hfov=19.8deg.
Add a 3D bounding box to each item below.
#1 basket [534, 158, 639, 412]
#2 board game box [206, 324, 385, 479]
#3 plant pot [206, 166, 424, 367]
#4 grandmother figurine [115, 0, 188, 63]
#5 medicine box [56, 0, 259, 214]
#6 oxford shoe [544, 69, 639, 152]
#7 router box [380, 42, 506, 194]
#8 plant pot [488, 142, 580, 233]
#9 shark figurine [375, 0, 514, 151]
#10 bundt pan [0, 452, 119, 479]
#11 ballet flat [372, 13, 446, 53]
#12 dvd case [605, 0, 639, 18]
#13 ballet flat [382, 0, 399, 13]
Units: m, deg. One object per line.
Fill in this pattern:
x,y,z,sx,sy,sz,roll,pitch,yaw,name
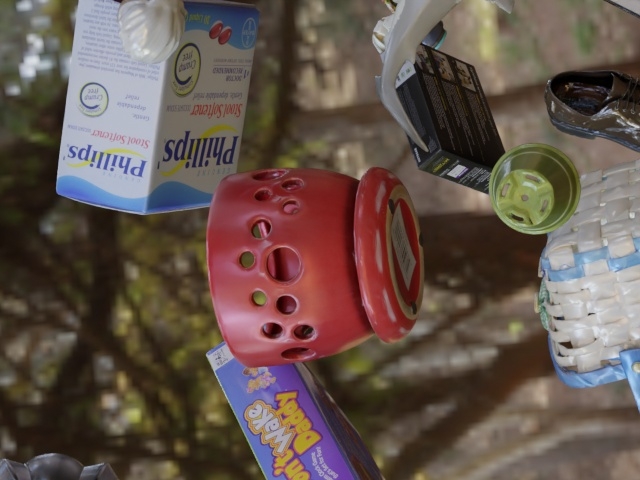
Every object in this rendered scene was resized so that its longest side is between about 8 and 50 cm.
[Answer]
0.340,0.075,1.928,0.289,0.201,0.255,62,-158,-20,basket
0.022,0.263,1.837,0.233,0.078,0.347,54,-177,-42,board game box
0.000,0.022,1.752,0.191,0.174,0.191,-5,-90,-71,plant pot
-0.246,-0.362,2.338,0.104,0.207,0.342,114,145,-46,grandmother figurine
-0.222,-0.196,2.535,0.263,0.149,0.289,-12,-69,-65,medicine box
0.369,-0.153,2.134,0.096,0.227,0.083,52,-133,-65,oxford shoe
0.152,-0.150,2.199,0.133,0.046,0.179,18,-135,-41,router box
0.185,-0.041,1.619,0.079,0.083,0.083,-34,-63,-75,plant pot
0.135,-0.233,1.833,0.278,0.116,0.166,-60,-20,5,shark figurine
-0.278,0.360,1.880,0.124,0.330,0.331,110,163,-55,bundt pan
0.111,-0.279,2.472,0.203,0.074,0.074,176,88,-76,ballet flat
0.429,-0.345,2.011,0.253,0.180,0.022,-63,0,25,dvd case
0.101,-0.332,2.157,0.241,0.091,0.077,62,-151,-71,ballet flat
